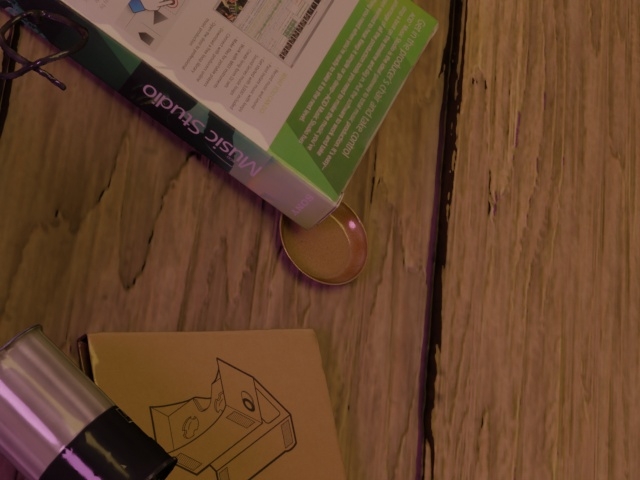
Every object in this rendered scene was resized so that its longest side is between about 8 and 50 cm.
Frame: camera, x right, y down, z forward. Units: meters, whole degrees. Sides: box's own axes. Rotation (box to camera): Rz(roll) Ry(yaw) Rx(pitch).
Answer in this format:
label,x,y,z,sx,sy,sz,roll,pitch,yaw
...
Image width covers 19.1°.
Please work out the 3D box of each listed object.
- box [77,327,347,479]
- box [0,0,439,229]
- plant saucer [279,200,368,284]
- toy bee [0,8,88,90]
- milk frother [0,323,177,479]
label,x,y,z,sx,sy,sz,roll,pitch,yaw
box,-0.077,0.145,1.426,0.201,0.021,0.164,1,67,-31
box,-0.080,-0.188,1.554,0.322,0.058,0.232,36,53,-8
plant saucer,0.000,0.000,1.548,0.083,0.015,0.083,14,60,-27
toy bee,-0.321,-0.064,1.297,0.298,0.162,0.195,11,36,10
milk frother,-0.196,0.159,1.282,0.135,0.129,0.143,43,58,8
